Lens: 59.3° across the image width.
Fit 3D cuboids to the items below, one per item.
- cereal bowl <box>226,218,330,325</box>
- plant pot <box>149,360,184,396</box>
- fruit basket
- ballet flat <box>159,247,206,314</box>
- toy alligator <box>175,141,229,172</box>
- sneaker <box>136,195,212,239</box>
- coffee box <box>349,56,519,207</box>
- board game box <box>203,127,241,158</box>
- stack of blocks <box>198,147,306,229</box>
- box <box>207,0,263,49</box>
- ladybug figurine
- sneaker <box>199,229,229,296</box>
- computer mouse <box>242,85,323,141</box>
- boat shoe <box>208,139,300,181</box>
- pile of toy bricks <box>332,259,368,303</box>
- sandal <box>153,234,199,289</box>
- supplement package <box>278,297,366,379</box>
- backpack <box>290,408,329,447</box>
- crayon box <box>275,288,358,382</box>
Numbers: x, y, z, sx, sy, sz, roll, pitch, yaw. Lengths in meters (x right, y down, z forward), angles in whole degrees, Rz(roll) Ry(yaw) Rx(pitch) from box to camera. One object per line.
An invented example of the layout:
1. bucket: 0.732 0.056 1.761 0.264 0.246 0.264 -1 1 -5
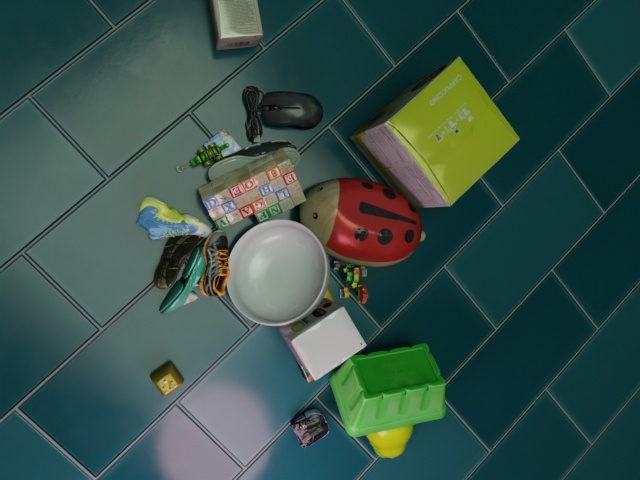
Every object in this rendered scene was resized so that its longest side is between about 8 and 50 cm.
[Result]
1. cereal bowl: -0.123 0.109 1.811 0.339 0.141 0.339 -3 78 16
2. plant pot: -0.484 0.444 1.779 0.081 0.083 0.081 -35 100 -13
3. fruit basket: 0.232 0.559 1.937 0.392 0.283 0.392 -12 138 -11
4. ballet flat: -0.416 0.143 1.796 0.087 0.083 0.247 33 84 -28
5. toy alligator: -0.376 -0.264 1.793 0.190 0.051 0.056 -27 100 -4
6. sneaker: -0.467 -0.038 1.767 0.240 0.091 0.126 27 81 -3
7. coffee box: 0.368 -0.339 1.872 0.337 0.334 0.338 -43 102 -11
8. board game box: -0.321 -0.306 1.839 0.090 0.020 0.090 -42 103 -10
9. stack of blocks: -0.215 -0.148 1.798 0.297 0.087 0.171 -25 130 -4
10. box: -0.285 -0.783 1.784 0.148 0.121 0.311 -9 94 -16
11. ladybug figurine: 0.156 -0.073 1.878 0.449 0.162 0.305 11 70 -15
12. sneaker: -0.317 0.075 1.760 0.084 0.083 0.215 -1 101 -46
13. computer mouse: -0.114 -0.427 1.869 0.272 0.072 0.188 -5 92 -16
14. boat shoe: -0.221 -0.255 1.836 0.302 0.091 0.114 -11 130 -17
15. pile of toy bricks: 0.110 0.113 1.929 0.118 0.105 0.212 -2 92 -16
16. sandal: -0.458 0.062 1.782 0.090 0.060 0.219 18 66 0
17. supplement package: 0.000 0.302 1.768 0.194 0.203 0.149 -32 100 -13
18. backpack: -0.036 0.629 1.911 0.114 0.084 0.105 -25 99 -9
19. crayon box: -0.029 0.290 1.907 0.202 0.081 0.318 -28 98 -13
